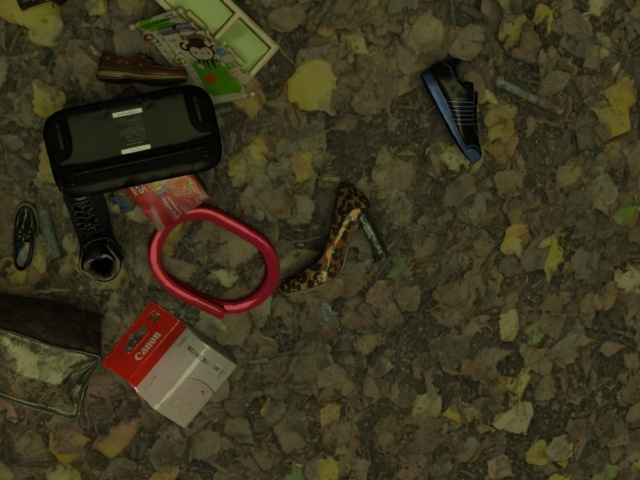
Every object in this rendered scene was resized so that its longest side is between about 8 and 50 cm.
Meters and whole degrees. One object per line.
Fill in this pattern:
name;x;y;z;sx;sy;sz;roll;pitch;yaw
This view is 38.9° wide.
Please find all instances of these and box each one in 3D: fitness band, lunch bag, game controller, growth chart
fitness band;-0.225;0.045;1.929;0.290;0.054;0.209;30;96;-21
lunch bag;-0.591;0.211;1.796;0.287;0.235;0.169;21;100;-18
game controller;-0.348;-0.186;1.694;0.319;0.067;0.167;-13;95;-9
growth chart;-0.240;-0.350;1.746;0.237;0.172;0.021;49;50;-29

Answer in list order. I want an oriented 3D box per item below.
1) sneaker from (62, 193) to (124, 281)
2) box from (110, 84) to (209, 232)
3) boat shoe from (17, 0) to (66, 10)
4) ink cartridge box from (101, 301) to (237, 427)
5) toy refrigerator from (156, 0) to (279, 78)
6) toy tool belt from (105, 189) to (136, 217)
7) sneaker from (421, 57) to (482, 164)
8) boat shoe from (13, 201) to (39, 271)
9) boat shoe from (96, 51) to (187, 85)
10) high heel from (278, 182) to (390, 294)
sneaker;-0.453;-0.025;1.793;0.086;0.163;0.226;-20;110;-4
box;-0.345;-0.162;1.792;0.128;0.122;0.257;-34;112;-1
boat shoe;-0.495;-0.465;1.699;0.152;0.056;0.049;-10;115;1
ink cartridge box;-0.329;0.274;1.977;0.232;0.066;0.189;37;97;-25
toy refrigerator;-0.213;-0.433;1.750;0.269;0.094;0.102;42;94;-22
toy tool belt;-0.406;-0.086;1.825;0.051;0.052;0.083;-58;139;-21
sneaker;0.303;-0.275;1.927;0.090;0.081;0.232;-29;111;5
boat shoe;-0.596;-0.005;1.829;0.049;0.040;0.142;4;107;-14
boat shoe;-0.345;-0.334;1.754;0.177;0.064;0.060;4;88;5
high heel;0.000;0.000;1.962;0.261;0.093;0.186;-24;94;5
